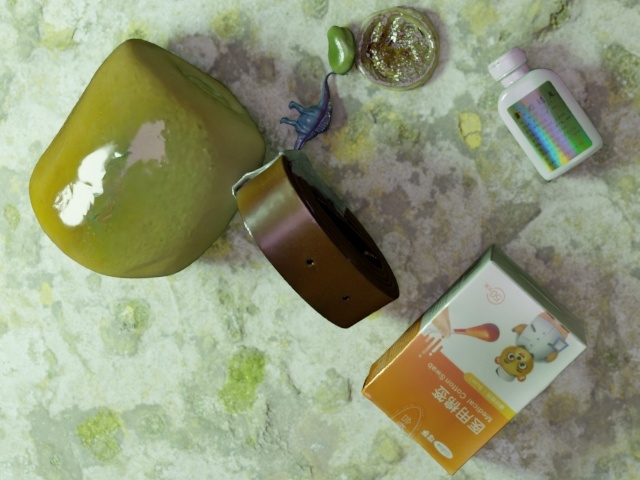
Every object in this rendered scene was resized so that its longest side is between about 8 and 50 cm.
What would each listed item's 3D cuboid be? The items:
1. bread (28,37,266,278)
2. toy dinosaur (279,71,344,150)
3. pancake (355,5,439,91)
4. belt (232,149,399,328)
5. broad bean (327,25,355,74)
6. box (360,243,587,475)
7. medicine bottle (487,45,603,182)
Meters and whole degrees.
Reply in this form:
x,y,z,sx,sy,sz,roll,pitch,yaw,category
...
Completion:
x,y,z,sx,sy,sz,roll,pitch,yaw,category
-0.309,-0.120,1.647,0.348,0.253,0.376,40,108,-1,bread
-0.022,-0.216,1.671,0.080,0.045,0.197,29,94,4,toy dinosaur
0.130,-0.326,1.627,0.152,0.025,0.151,2,102,10,pancake
0.000,0.000,1.602,0.122,0.217,0.338,-34,122,16,belt
0.036,-0.328,1.633,0.063,0.045,0.083,7,104,50,broad bean
0.261,0.208,1.646,0.225,0.143,0.341,43,108,2,box
0.362,-0.216,1.571,0.115,0.078,0.219,-34,92,18,medicine bottle
